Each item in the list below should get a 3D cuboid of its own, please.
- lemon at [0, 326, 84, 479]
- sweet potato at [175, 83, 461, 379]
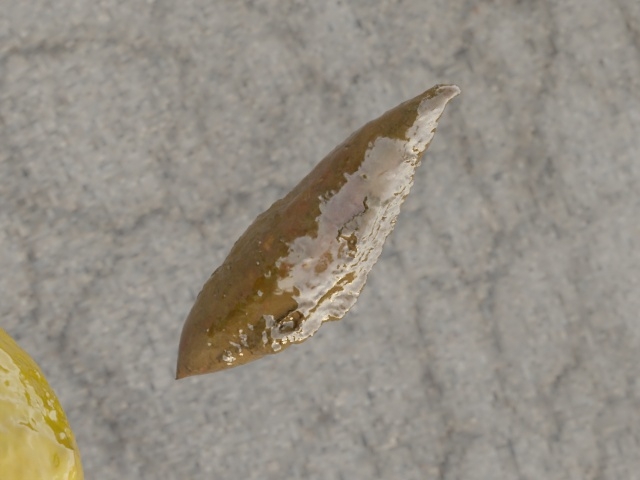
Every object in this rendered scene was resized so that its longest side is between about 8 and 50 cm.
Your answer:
[{"bbox_3d":[-0.160,0.098,0.566,0.142,0.142,0.187,-9,64,-58],"label":"lemon"},{"bbox_3d":[0.000,0.000,0.744,0.068,0.206,0.060,41,14,14],"label":"sweet potato"}]
